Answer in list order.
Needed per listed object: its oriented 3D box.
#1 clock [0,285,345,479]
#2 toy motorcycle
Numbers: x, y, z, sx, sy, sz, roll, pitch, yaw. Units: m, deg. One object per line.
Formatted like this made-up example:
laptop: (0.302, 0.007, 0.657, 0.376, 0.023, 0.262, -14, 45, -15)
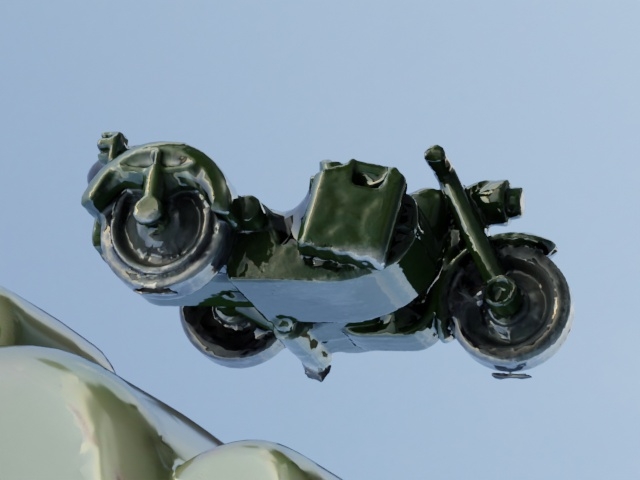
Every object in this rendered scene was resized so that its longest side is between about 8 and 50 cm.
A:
clock: (-0.119, 0.178, 0.579, 0.114, 0.284, 0.309, 37, -99, -38)
toy motorcycle: (0.000, 0.000, 1.131, 0.205, 0.275, 0.127, 54, -143, -62)
